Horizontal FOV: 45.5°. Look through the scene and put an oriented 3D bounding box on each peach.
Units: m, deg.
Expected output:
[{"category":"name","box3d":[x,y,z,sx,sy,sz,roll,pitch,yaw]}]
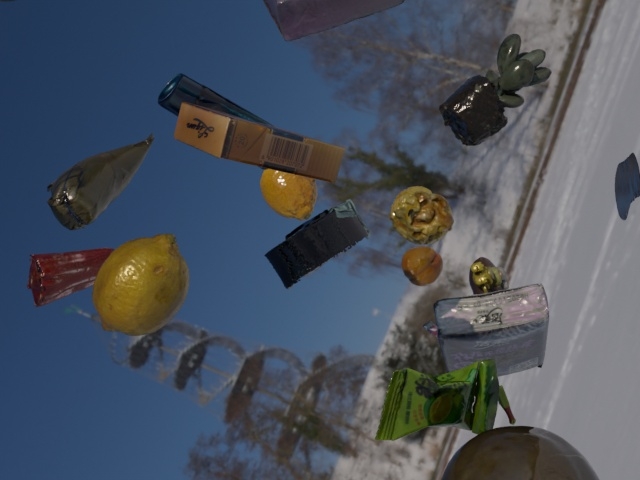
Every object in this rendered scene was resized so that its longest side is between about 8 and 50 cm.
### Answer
[{"category":"peach","box3d":[0.345,0.082,2.564,0.138,0.138,0.138,20,-90,-74]}]

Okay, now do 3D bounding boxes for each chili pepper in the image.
[{"category":"chili pepper","box3d":[-0.642,0.087,2.003,0.253,0.136,0.144,-14,-70,-41]}]

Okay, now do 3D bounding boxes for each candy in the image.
[{"category":"candy","box3d":[0.217,0.293,1.409,0.247,0.069,0.148,2,-82,-29]}]

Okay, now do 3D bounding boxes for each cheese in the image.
[{"category":"cheese","box3d":[0.346,0.271,2.092,0.095,0.145,0.038,-22,-36,-50]}]

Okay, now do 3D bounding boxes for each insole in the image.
[{"category":"insole","box3d":[0.437,-0.078,1.088,0.232,0.003,0.080,31,-129,-73]}]

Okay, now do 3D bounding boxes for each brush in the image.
[{"category":"brush","box3d":[0.379,0.339,1.568,0.019,0.083,0.021,-22,-4,-13]}]

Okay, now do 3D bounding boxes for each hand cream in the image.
[{"category":"hand cream","box3d":[-0.177,-0.225,1.470,0.120,0.271,0.061,-31,43,39]}]

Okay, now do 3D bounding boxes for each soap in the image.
[{"category":"soap","box3d":[0.008,-0.582,1.661,0.107,0.286,0.296,73,177,-46]}]

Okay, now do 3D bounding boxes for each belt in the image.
[{"category":"belt","box3d":[0.000,0.000,1.233,0.151,0.078,0.198,-33,1,36]}]

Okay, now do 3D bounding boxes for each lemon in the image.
[{"category":"lemon","box3d":[-0.077,-0.131,1.982,0.142,0.187,0.142,-29,-14,-8]},{"category":"lemon","box3d":[-0.376,0.095,1.602,0.256,0.188,0.188,-53,-13,11]}]

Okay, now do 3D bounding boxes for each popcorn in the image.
[{"category":"popcorn","box3d":[0.277,-0.070,2.068,0.170,0.180,0.179,-43,-31,-63]}]

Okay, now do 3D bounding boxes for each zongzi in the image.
[{"category":"zongzi","box3d":[-0.494,-0.149,1.785,0.289,0.123,0.260,-34,21,-8]}]

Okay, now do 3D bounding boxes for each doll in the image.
[{"category":"doll","box3d":[0.423,0.113,1.903,0.145,0.096,0.188,65,-168,3]}]

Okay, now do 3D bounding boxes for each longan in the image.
[{"category":"longan","box3d":[0.340,0.480,1.314,0.319,0.319,0.318,20,-90,-74]}]

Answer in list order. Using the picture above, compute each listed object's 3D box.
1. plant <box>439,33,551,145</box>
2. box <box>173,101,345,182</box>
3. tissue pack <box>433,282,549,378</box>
[{"category":"plant","box3d":[0.414,-0.348,1.790,0.274,0.146,0.149,-45,21,-3]},{"category":"box","box3d":[-0.098,-0.158,1.247,0.237,0.152,0.070,11,-80,-41]},{"category":"tissue pack","box3d":[0.416,0.233,1.840,0.361,0.260,0.122,63,-163,-59]}]
